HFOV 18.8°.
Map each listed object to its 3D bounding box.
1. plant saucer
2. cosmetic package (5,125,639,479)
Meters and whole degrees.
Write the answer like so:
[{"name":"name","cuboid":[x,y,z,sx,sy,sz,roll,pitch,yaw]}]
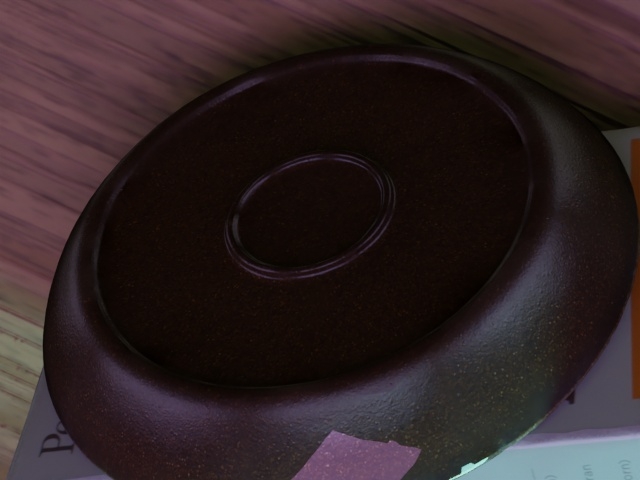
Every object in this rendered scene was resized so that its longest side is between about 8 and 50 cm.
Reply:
[{"name":"plant saucer","cuboid":[0.000,0.000,0.958,0.310,0.311,0.050,-8,134,15]},{"name":"cosmetic package","cuboid":[0.092,0.078,1.006,0.453,0.230,0.161,-8,130,15]}]
